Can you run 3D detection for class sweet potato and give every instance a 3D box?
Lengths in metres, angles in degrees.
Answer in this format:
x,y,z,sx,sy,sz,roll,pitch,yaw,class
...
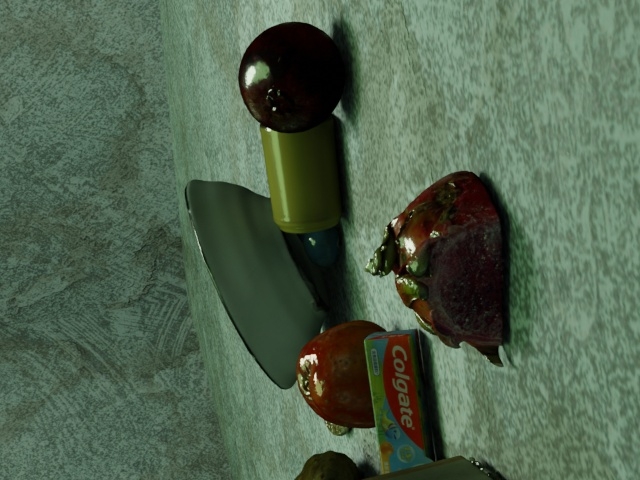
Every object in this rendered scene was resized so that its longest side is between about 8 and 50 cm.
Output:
x,y,z,sx,sy,sz,roll,pitch,yaw,class
-0.003,0.376,1.679,0.423,0.130,0.131,108,151,-57,sweet potato

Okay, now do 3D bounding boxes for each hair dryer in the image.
x,y,z,sx,sy,sz,roll,pitch,yaw,class
-0.032,-0.107,1.564,0.279,0.090,0.135,-114,15,-73,hair dryer

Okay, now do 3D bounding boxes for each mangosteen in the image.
x,y,z,sx,sy,sz,roll,pitch,yaw,class
-0.029,-0.192,1.381,0.140,0.140,0.140,171,90,-79,mangosteen

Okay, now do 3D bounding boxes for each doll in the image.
x,y,z,sx,sy,sz,roll,pitch,yaw,class
0.000,0.000,1.546,0.083,0.050,0.076,-121,20,-58,doll

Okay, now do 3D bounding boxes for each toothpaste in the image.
x,y,z,sx,sy,sz,roll,pitch,yaw,class
0.094,0.187,1.226,0.044,0.070,0.194,-23,-74,-71,toothpaste

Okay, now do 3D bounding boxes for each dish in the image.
x,y,z,sx,sy,sz,roll,pitch,yaw,class
-0.062,0.037,1.617,0.316,0.106,0.316,63,-172,-15,dish

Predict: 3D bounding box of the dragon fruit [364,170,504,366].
x,y,z,sx,sy,sz,roll,pitch,yaw,class
0.092,0.027,0.970,0.102,0.096,0.147,-126,27,-60,dragon fruit

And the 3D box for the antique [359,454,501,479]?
x,y,z,sx,sy,sz,roll,pitch,yaw,class
0.089,0.278,1.042,0.148,0.151,0.147,-157,57,-74,antique

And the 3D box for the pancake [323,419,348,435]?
x,y,z,sx,sy,sz,roll,pitch,yaw,class
0.016,0.200,1.681,0.151,0.025,0.152,172,90,-79,pancake

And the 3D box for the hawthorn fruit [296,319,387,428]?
x,y,z,sx,sy,sz,roll,pitch,yaw,class
0.035,0.146,1.306,0.128,0.128,0.128,171,90,-79,hawthorn fruit
